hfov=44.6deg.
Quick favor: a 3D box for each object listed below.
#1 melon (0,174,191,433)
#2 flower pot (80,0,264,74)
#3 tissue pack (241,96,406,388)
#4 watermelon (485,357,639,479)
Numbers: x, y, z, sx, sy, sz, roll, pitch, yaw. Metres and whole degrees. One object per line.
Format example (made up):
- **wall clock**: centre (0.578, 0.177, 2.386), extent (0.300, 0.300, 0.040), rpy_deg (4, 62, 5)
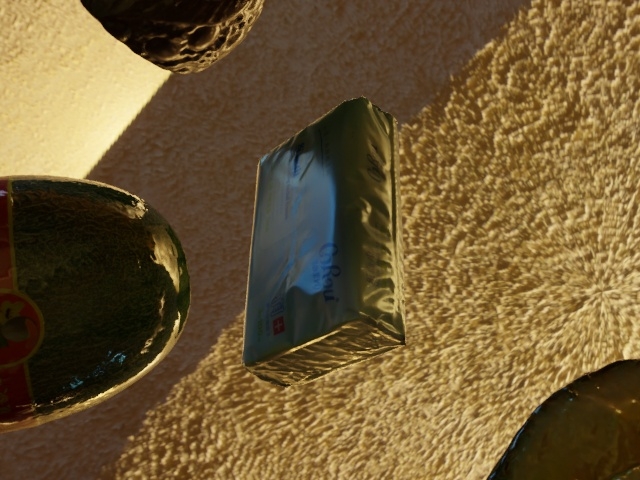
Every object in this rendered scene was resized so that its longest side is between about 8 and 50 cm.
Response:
- **melon**: centre (-0.236, 0.047, 0.552), extent (0.288, 0.182, 0.182), rpy_deg (-12, -99, -15)
- **flower pot**: centre (-0.128, -0.369, 0.893), extent (0.267, 0.267, 0.266), rpy_deg (-30, -103, 25)
- **tissue pack**: centre (0.000, 0.000, 0.798), extent (0.177, 0.089, 0.263), rpy_deg (-28, -131, 39)
- **watermelon**: centre (0.225, 0.244, 0.459), extent (0.331, 0.331, 0.189), rpy_deg (30, -45, 19)
